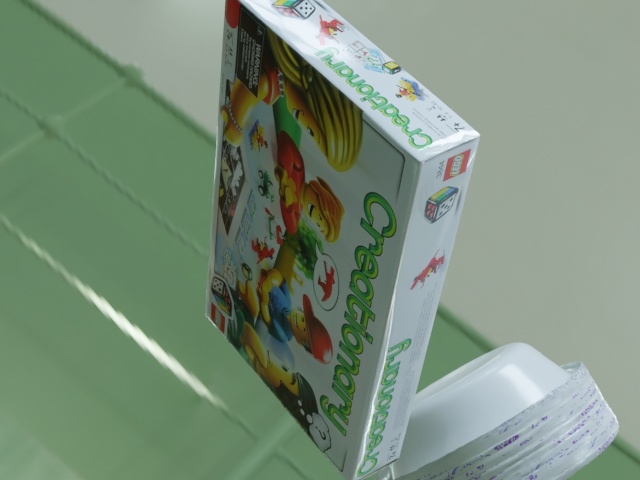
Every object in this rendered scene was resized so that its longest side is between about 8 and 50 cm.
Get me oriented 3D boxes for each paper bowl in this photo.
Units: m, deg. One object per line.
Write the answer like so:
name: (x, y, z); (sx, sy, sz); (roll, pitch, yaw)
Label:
paper bowl: (0.191, 0.225, 1.455); (0.148, 0.284, 0.284); (59, -37, 3)

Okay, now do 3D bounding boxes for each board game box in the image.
board game box: (0.000, 0.000, 0.829); (0.193, 0.053, 0.305); (45, -35, 33)
